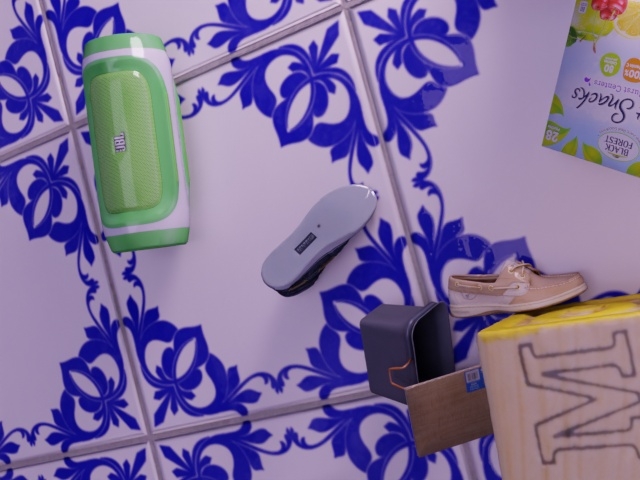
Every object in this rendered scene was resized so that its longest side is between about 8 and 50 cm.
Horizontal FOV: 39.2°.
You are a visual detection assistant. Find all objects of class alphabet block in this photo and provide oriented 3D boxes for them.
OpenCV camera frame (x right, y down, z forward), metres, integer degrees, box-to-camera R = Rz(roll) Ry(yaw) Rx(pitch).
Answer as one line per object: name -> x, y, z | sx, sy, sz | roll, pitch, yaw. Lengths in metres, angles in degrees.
alphabet block -> 0.298, 0.169, 0.966 | 0.193, 0.192, 0.197 | -11, 90, 27

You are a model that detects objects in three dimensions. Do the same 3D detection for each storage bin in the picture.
storage bin -> 0.101, 0.144, 1.114 | 0.091, 0.098, 0.135 | 6, 115, 38

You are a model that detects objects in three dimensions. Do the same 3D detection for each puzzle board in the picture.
puzzle board -> 0.168, 0.200, 1.081 | 0.128, 0.011, 0.096 | -16, 109, -10

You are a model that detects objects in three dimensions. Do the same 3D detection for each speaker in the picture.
speaker -> -0.260, -0.135, 1.277 | 0.131, 0.131, 0.296 | -7, 90, 28

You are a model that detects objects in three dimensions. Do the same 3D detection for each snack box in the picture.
snack box -> 0.345, -0.154, 0.932 | 0.207, 0.070, 0.174 | 32, 117, 50

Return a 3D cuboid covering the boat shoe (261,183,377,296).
boat shoe -> 0.000, 0.000, 1.187 | 0.183, 0.083, 0.065 | -40, 74, -3

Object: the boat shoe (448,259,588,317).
boat shoe -> 0.227, 0.052, 1.065 | 0.170, 0.063, 0.059 | -12, 94, 29
